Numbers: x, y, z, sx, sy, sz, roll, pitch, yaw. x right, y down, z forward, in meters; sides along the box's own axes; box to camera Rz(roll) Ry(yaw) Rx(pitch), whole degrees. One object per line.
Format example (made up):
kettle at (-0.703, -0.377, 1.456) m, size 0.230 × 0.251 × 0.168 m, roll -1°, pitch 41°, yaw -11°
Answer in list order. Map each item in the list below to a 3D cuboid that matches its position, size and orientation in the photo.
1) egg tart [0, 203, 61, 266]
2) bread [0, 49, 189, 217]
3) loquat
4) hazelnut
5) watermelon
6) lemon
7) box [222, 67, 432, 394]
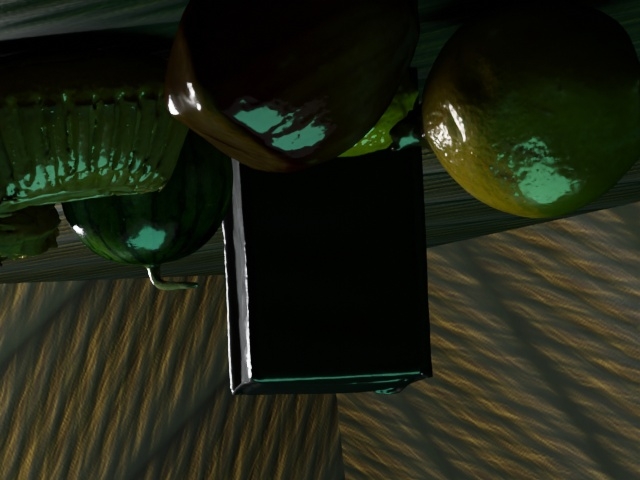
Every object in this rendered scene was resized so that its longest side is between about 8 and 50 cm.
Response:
egg tart at (-0.406, -0.036, 1.854) m, size 0.291 × 0.107 × 0.291 m, roll 19°, pitch -162°, yaw -6°
bread at (-0.233, -0.107, 1.718) m, size 0.240 × 0.139 × 0.240 m, roll -9°, pitch 176°, yaw -1°
loquat at (0.184, -0.124, 1.694) m, size 0.246 × 0.213 × 0.213 m, roll -10°, pitch 173°, yaw 11°
hazelnut at (-0.022, -0.151, 1.463) m, size 0.181 × 0.181 × 0.212 m, roll 23°, pitch 172°, yaw 0°
watermelon at (-0.184, -0.053, 1.911) m, size 0.188 × 0.214 × 0.188 m, roll -5°, pitch 179°, yaw 0°
lemon at (0.023, -0.139, 1.800) m, size 0.155 × 0.114 × 0.114 m, roll -5°, pitch 175°, yaw 17°
box at (0.001, 0.000, 2.037) m, size 0.204 × 0.345 × 0.251 m, roll -2°, pitch 173°, yaw -8°
